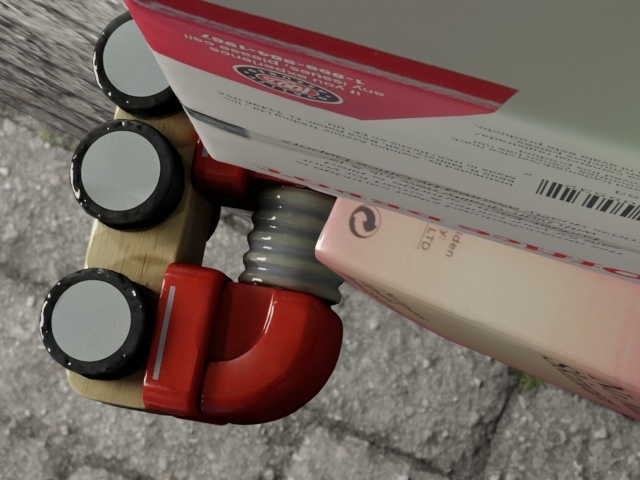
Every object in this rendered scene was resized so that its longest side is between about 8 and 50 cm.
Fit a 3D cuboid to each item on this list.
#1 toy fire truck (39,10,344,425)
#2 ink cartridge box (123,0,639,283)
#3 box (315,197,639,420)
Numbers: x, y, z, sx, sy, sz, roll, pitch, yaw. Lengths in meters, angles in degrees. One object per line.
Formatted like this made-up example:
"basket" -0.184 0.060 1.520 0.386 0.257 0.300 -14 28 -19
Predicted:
"toy fire truck" 0.000 0.000 1.063 0.246 0.217 0.158 9 172 11
"ink cartridge box" 0.052 -0.062 0.544 0.172 0.100 0.237 17 175 4
"box" 0.141 0.008 0.808 0.232 0.127 0.148 22 174 31
